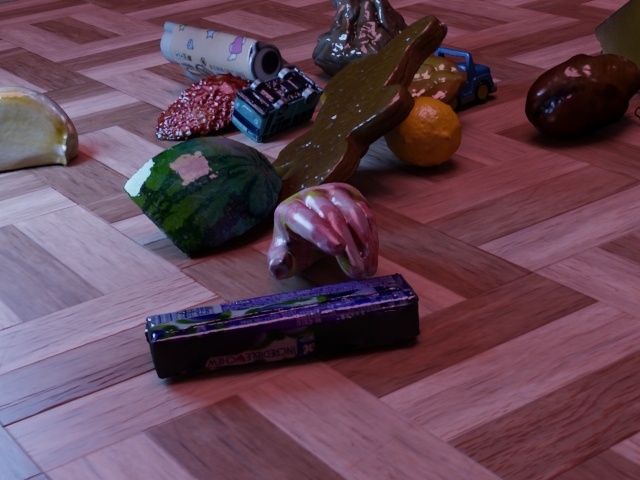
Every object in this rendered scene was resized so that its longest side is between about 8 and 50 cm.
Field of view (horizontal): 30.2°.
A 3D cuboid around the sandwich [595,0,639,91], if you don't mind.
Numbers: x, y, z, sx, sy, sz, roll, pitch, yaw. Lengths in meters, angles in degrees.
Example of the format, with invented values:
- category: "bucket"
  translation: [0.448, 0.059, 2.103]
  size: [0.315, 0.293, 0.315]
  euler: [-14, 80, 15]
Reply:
- category: "sandwich"
  translation: [0.594, -0.384, 2.144]
  size: [0.108, 0.220, 0.186]
  euler: [-18, 27, -24]

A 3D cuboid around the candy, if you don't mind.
- category: "candy"
  translation: [-0.043, 0.098, 1.359]
  size: [0.312, 0.061, 0.088]
  euler: [-9, 19, -8]

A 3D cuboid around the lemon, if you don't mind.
- category: "lemon"
  translation: [0.160, -0.174, 1.884]
  size: [0.114, 0.114, 0.155]
  euler: [-16, 22, -23]

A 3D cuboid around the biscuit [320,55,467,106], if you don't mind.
- category: "biscuit"
  translation: [0.125, -0.263, 2.053]
  size: [0.260, 0.041, 0.203]
  euler: [-7, 39, 12]

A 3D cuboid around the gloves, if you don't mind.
- category: "gloves"
  translation: [0.000, -0.012, 1.491]
  size: [0.145, 0.126, 0.241]
  euler: [0, -4, -9]

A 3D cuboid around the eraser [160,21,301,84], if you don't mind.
- category: "eraser"
  translation: [-0.176, -0.346, 2.312]
  size: [0.290, 0.171, 0.087]
  euler: [20, 76, 45]

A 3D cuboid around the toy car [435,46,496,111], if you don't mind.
- category: "toy car"
  translation: [0.231, -0.294, 2.157]
  size: [0.191, 0.100, 0.097]
  euler: [-22, 29, -36]

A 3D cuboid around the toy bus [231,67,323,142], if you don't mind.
- category: "toy bus"
  translation: [-0.080, -0.237, 2.098]
  size: [0.079, 0.092, 0.160]
  euler: [41, 43, 20]

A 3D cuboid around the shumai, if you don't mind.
- category: "shumai"
  translation: [0.094, -0.421, 2.367]
  size: [0.184, 0.186, 0.218]
  euler: [-25, 31, -39]

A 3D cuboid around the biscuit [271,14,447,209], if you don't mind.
- category: "biscuit"
  translation: [0.047, -0.169, 1.832]
  size: [0.283, 0.064, 0.432]
  euler: [-26, 27, 39]

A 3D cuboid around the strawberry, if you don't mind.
- category: "strawberry"
  translation: [-0.197, -0.248, 2.155]
  size: [0.167, 0.087, 0.208]
  euler: [13, 31, 33]

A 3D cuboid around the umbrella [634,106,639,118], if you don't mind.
- category: "umbrella"
  translation: [0.548, -0.188, 1.959]
  size: [0.013, 0.022, 0.122]
  euler: [14, 28, -22]

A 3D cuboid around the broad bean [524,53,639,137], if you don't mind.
- category: "broad bean"
  translation: [0.441, -0.239, 1.969]
  size: [0.228, 0.156, 0.122]
  euler: [-14, 66, -37]

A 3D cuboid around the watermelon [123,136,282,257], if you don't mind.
- category: "watermelon"
  translation: [-0.143, -0.062, 1.680]
  size: [0.231, 0.128, 0.146]
  euler: [-25, 42, -17]

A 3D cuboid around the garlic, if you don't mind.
- category: "garlic"
  translation: [-0.544, -0.176, 2.036]
  size: [0.244, 0.145, 0.164]
  euler: [-15, 56, -16]
